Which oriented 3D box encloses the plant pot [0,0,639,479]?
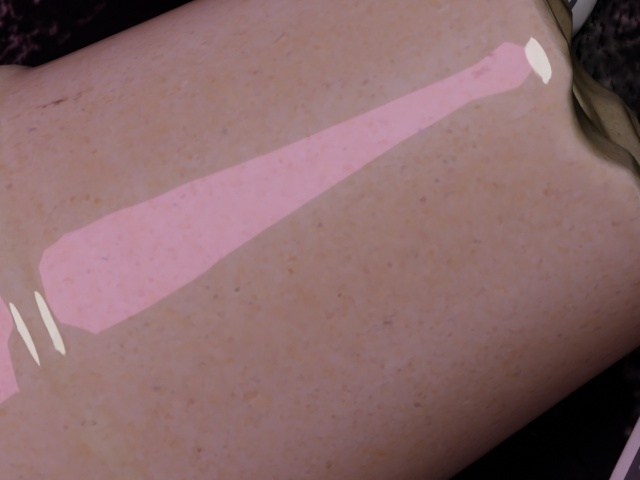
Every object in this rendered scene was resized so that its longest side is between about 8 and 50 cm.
[{"bbox_3d":[0.000,0.000,0.846,0.305,0.334,0.334,-29,60,14],"label":"plant pot"}]

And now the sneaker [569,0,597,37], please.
[{"bbox_3d":[-0.005,-0.170,0.999,0.321,0.127,0.126,14,83,37],"label":"sneaker"}]

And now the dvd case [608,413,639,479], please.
[{"bbox_3d":[0.176,0.209,0.811,0.179,0.029,0.239,27,92,39],"label":"dvd case"}]
